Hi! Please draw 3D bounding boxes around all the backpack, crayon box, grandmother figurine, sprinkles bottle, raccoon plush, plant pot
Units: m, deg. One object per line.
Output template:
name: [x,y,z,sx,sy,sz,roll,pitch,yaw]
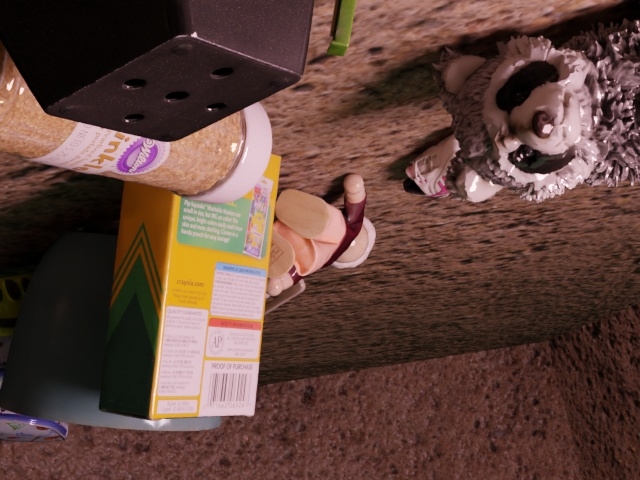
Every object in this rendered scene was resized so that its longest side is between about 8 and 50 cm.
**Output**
backpack: [-0.507,0.215,1.835,0.277,0.213,0.263,-2,152,-5]
crayon box: [-0.147,0.042,1.325,0.083,0.323,0.203,4,176,31]
grandmother figurine: [0.000,0.000,1.568,0.208,0.104,0.342,-40,169,14]
sprinkles bottle: [-0.187,-0.114,0.999,0.121,0.121,0.355,-20,164,28]
raccoon plush: [0.305,-0.119,1.278,0.299,0.216,0.446,-8,168,17]
plant pot: [-0.110,-0.171,0.751,0.187,0.167,0.188,-22,162,31]
plant pot: [-0.262,0.112,1.491,0.293,0.235,0.293,7,177,0]

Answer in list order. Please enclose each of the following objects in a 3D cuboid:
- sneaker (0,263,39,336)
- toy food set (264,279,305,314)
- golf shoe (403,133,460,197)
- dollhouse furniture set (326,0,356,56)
sneaker: [-0.396,0.070,1.632,0.123,0.109,0.295,13,-171,37]
toy food set: [-0.207,0.115,1.931,0.306,0.092,0.220,-4,163,-30]
golf shoe: [0.158,-0.092,1.491,0.086,0.067,0.186,-9,166,-7]
dollhouse furniture set: [-0.046,-0.203,0.974,0.152,0.058,0.076,8,171,-4]
